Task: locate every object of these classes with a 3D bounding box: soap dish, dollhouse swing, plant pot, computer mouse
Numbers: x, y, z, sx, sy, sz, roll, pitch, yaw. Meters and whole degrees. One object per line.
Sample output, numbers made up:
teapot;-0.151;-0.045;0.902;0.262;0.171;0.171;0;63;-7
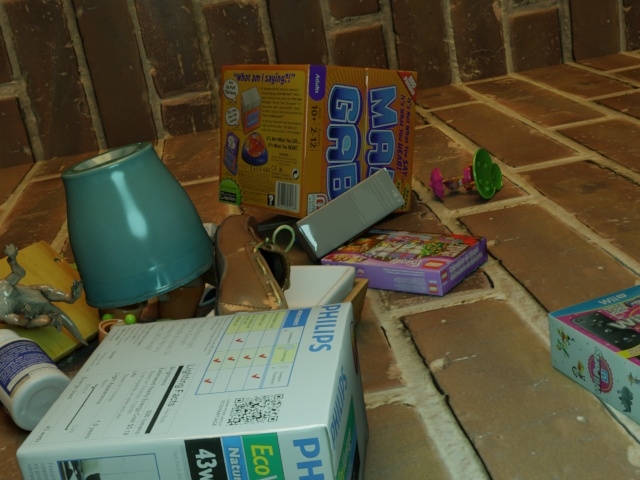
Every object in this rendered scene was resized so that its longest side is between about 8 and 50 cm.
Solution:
soap dish;-0.062;0.147;1.639;0.229;0.118;0.291;-1;20;24
dollhouse swing;-0.671;0.213;1.844;0.315;0.305;0.347;41;36;10
plant pot;-0.365;-0.044;1.752;0.272;0.255;0.271;-16;16;5
computer mouse;-0.221;0.091;1.999;0.106;0.042;0.193;6;24;37

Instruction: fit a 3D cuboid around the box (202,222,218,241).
box;-0.313;0.001;2.190;0.186;0.038;0.145;-4;-20;18

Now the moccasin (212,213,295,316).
moccasin;-0.106;0.054;1.533;0.147;0.139;0.380;-10;20;-3

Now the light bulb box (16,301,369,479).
light bulb box;-0.133;0.260;1.179;0.361;0.225;0.358;-6;18;9

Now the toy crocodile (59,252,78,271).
toy crocodile;-0.444;0.054;2.119;0.341;0.105;0.115;-10;19;-1

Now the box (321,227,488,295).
box;0.177;0.040;1.923;0.293;0.057;0.201;5;24;37

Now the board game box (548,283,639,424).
board game box;0.512;0.167;1.331;0.224;0.097;0.303;-15;19;-17

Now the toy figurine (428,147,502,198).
toy figurine;0.364;-0.159;2.359;0.159;0.130;0.173;-8;-6;34

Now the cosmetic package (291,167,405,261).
cosmetic package;0.059;-0.054;2.046;0.238;0.107;0.127;-30;-1;-12

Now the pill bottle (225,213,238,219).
pill bottle;-0.220;-0.040;2.376;0.043;0.043;0.083;-14;19;-13

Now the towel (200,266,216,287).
towel;-0.163;0.058;1.847;0.237;0.102;0.021;-35;34;57

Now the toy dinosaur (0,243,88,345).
toy dinosaur;-0.570;0.118;1.681;0.200;0.127;0.296;-18;-32;33

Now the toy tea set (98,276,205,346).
toy tea set;-0.326;0.121;1.759;0.200;0.124;0.336;10;18;-9

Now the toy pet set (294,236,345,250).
toy pet set;0.000;0.000;2.164;0.114;0.065;0.122;23;18;-12

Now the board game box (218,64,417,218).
board game box;-0.011;-0.259;2.307;0.356;0.356;0.356;-6;12;-39

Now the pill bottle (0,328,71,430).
pill bottle;-0.512;0.231;1.561;0.112;0.112;0.187;-23;39;-34
